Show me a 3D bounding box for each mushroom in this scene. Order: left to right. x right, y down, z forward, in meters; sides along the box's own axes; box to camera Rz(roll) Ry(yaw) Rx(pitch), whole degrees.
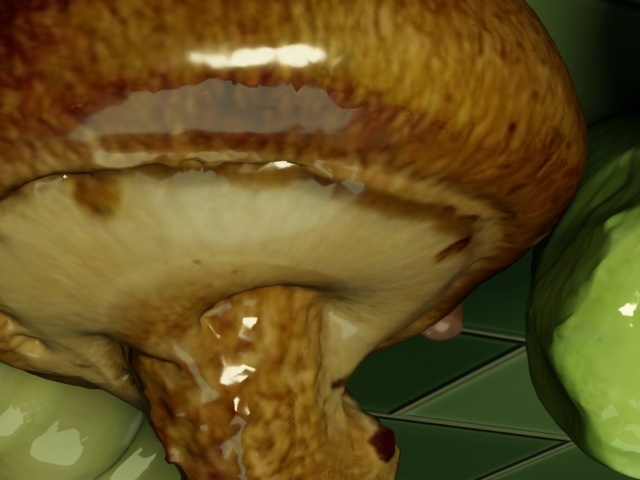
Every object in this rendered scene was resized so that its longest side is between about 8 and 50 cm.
[{"bbox_3d":[-0.037,-0.005,0.720,0.345,0.260,0.345,-7,156,-3],"label":"mushroom"}]

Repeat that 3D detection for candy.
[{"bbox_3d":[0.165,0.013,0.767,0.142,0.132,0.343,-17,-173,10],"label":"candy"}]

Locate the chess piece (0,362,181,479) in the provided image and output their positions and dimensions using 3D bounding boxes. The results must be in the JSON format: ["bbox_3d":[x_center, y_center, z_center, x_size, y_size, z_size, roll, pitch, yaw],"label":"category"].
[{"bbox_3d":[-0.236,0.051,0.887,0.234,0.234,0.442,-16,160,28],"label":"chess piece"}]

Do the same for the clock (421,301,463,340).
[{"bbox_3d":[0.000,0.000,0.965,0.166,0.093,0.162,-12,146,20],"label":"clock"}]
